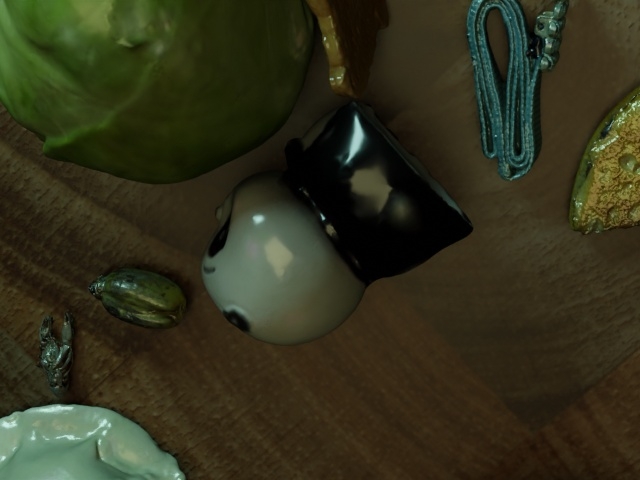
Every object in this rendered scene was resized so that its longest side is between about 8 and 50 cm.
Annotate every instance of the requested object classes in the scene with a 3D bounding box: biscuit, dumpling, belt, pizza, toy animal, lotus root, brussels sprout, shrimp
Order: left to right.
[{"bbox_3d":[-0.273,0.114,1.324,0.038,0.029,0.092,10,98,12],"label":"shrimp"},{"bbox_3d":[-0.244,0.259,1.319,0.252,0.131,0.179,34,83,17],"label":"dumpling"},{"bbox_3d":[-0.182,0.057,1.289,0.099,0.049,0.054,16,112,1],"label":"lotus root"},{"bbox_3d":[-0.149,-0.207,1.114,0.247,0.328,0.328,-12,103,35],"label":"brussels sprout"},{"bbox_3d":[-0.002,-0.008,1.185,0.235,0.187,0.165,-36,86,9],"label":"toy animal"},{"bbox_3d":[0.020,-0.245,1.156,0.035,0.162,0.250,-4,73,22],"label":"biscuit"},{"bbox_3d":[0.190,-0.148,1.204,0.100,0.065,0.179,-3,104,15],"label":"belt"},{"bbox_3d":[0.298,-0.070,1.222,0.099,0.036,0.160,25,104,0],"label":"pizza"}]
